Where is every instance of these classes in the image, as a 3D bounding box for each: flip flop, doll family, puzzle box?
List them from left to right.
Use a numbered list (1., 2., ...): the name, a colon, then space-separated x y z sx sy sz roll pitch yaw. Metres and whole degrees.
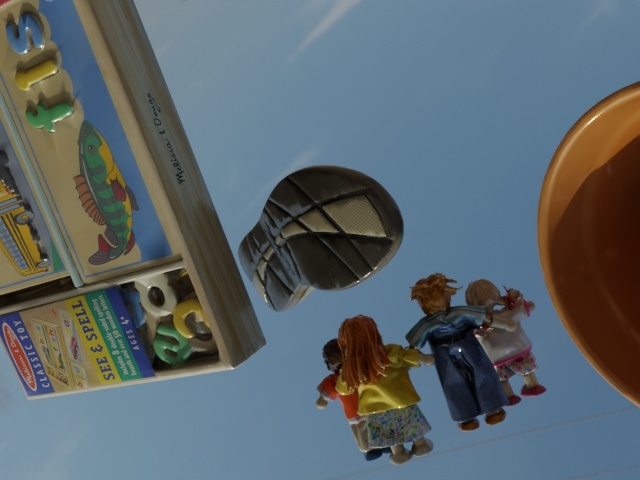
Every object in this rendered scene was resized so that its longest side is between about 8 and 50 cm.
1. puzzle box: -0.234 -0.065 0.643 0.272 0.408 0.052 -15 -169 33
2. flip flop: 0.000 0.000 0.705 0.080 0.112 0.277 -25 173 -27
3. doll family: 0.112 0.125 0.779 0.263 0.163 0.118 -23 179 3

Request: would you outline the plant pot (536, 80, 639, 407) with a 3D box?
1. plant pot: 0.357 -0.007 0.615 0.204 0.290 0.291 -18 -166 -32
